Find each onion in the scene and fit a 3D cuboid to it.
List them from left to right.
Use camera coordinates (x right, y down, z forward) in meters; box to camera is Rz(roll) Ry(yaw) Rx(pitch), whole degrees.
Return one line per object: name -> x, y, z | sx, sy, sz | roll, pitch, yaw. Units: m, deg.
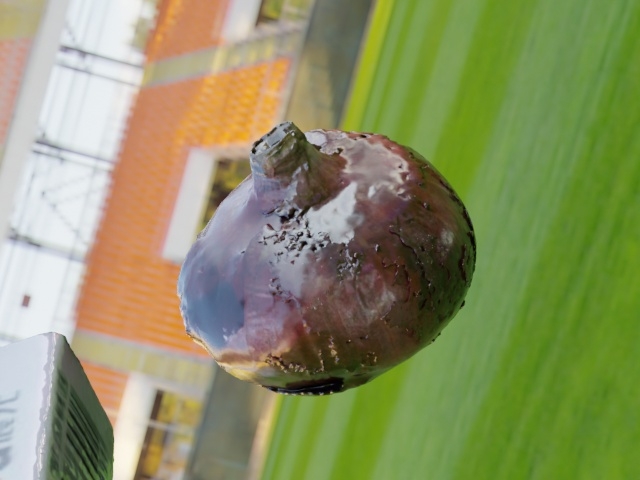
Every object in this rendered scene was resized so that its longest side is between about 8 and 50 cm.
onion -> 0.000, 0.000, 1.242 | 0.252, 0.252, 0.219 | -78, -32, -56

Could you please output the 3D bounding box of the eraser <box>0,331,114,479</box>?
eraser -> -0.164, 0.159, 0.681 | 0.287, 0.130, 0.086 | -104, -11, -63
